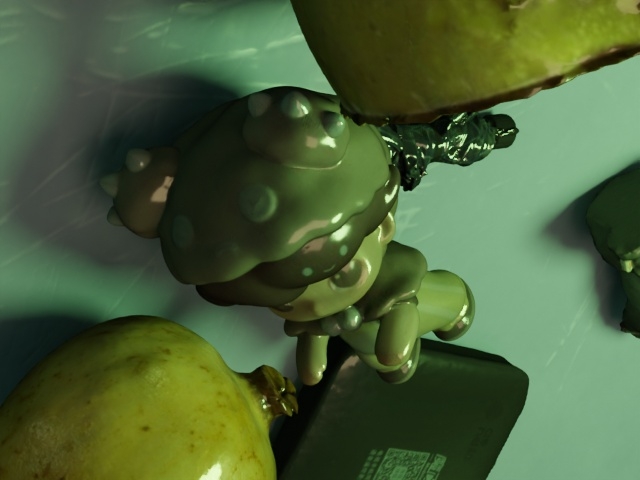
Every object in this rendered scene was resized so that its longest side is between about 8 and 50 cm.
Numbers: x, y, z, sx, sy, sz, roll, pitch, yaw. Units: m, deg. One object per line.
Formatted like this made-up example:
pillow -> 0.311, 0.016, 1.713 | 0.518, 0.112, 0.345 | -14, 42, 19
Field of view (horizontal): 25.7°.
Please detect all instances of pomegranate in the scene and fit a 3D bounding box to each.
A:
pomegranate -> -0.174, 0.217, 1.265 | 0.307, 0.307, 0.307 | -16, 125, -24

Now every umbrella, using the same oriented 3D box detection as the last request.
umbrella -> 0.104, -0.091, 1.396 | 0.224, 0.071, 0.080 | -10, 148, -33

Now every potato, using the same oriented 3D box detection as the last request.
potato -> 0.156, -0.313, 1.088 | 0.442, 0.385, 0.319 | -43, 118, -40

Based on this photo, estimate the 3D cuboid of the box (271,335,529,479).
box -> 0.070, 0.240, 1.570 | 0.289, 0.073, 0.290 | 13, 110, -37

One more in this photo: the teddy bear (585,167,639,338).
teddy bear -> 0.414, 0.015, 1.611 | 0.171, 0.144, 0.251 | -53, 136, -13

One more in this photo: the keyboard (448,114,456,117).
keyboard -> 0.202, -0.208, 1.349 | 0.231, 0.072, 0.023 | -41, 112, 16

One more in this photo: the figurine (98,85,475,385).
figurine -> 0.001, 0.001, 1.278 | 0.248, 0.203, 0.380 | -19, 138, 31
